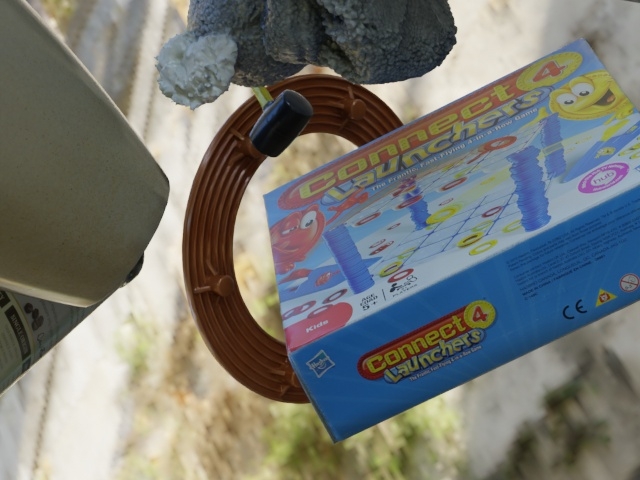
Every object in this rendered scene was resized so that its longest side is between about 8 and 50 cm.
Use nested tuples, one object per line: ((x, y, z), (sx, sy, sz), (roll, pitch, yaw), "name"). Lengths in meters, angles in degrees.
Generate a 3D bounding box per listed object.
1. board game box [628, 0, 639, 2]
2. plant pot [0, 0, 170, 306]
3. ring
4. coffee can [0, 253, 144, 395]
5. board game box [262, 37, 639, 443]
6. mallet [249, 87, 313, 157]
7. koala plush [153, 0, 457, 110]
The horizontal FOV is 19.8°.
((0.222, -0.244, 1.443), (0.154, 0.103, 0.026), (4, -15, -36), "board game box")
((-0.261, -0.072, 1.419), (0.274, 0.256, 0.256), (34, -66, -22), "plant pot")
((0.000, 0.000, 1.850), (0.337, 0.032, 0.336), (-7, -79, -42), "ring")
((-0.323, 0.040, 1.651), (0.275, 0.201, 0.201), (-44, -25, -32), "coffee can")
((0.116, -0.011, 1.414), (0.308, 0.302, 0.086), (-26, -67, 5), "board game box")
((-0.065, -0.170, 1.746), (0.039, 0.189, 0.062), (6, -38, -48), "mallet")
((-0.025, -0.187, 1.441), (0.221, 0.203, 0.196), (-25, 15, 41), "koala plush")
